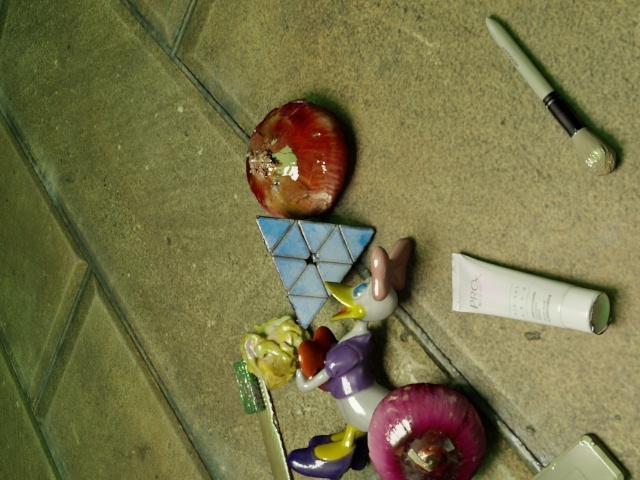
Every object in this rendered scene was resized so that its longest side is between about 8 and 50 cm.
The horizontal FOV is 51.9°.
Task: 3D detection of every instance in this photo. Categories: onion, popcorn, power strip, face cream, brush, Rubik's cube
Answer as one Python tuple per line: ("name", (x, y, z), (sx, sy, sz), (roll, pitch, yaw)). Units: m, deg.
("onion", (0.159, 0.300, 0.983), (0.153, 0.177, 0.177), (50, 127, 57))
("popcorn", (-0.085, 0.211, 1.251), (0.145, 0.126, 0.125), (1, 119, 28))
("power strip", (0.338, 0.343, 0.908), (0.076, 0.028, 0.169), (52, 123, 28))
("onion", (-0.064, -0.143, 1.176), (0.230, 0.164, 0.229), (7, 99, 52))
("face cream", (0.284, 0.078, 0.931), (0.244, 0.058, 0.092), (10, 104, 49))
("brush", (-0.117, 0.367, 1.337), (0.054, 0.048, 0.282), (-29, 74, 44))
("brush", (0.311, -0.209, 0.905), (0.042, 0.039, 0.299), (-43, 61, 33))
("Rubik's cube", (0.000, 0.000, 1.128), (0.178, 0.190, 0.211), (-24, 44, 10))

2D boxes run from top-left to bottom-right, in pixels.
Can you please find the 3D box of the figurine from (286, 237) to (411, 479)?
("figurine", (0.062, 0.203, 1.080), (0.193, 0.154, 0.420), (6, 101, 24))
